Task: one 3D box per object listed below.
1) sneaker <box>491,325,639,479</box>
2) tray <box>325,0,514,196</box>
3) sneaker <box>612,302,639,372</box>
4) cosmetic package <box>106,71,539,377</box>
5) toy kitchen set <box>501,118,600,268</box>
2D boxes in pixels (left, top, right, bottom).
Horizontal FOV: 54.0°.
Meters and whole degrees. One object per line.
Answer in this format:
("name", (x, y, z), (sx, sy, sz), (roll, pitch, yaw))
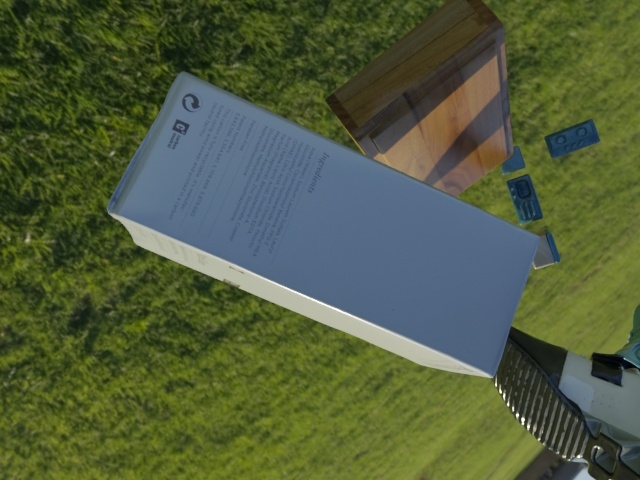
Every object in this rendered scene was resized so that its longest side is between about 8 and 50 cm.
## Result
("sneaker", (0.349, 0.201, 0.771), (0.146, 0.330, 0.123), (-29, 140, -25))
("tray", (0.165, -0.152, 0.885), (0.202, 0.076, 0.411), (-37, 160, 8))
("sneaker", (0.584, 0.210, 1.110), (0.135, 0.150, 0.366), (-50, -169, 40))
("cosmetic package", (0.000, 0.000, 0.671), (0.217, 0.384, 0.156), (137, -23, -78))
("toy kitchen set", (0.414, -0.081, 1.076), (0.166, 0.207, 0.122), (-19, -178, 20))
